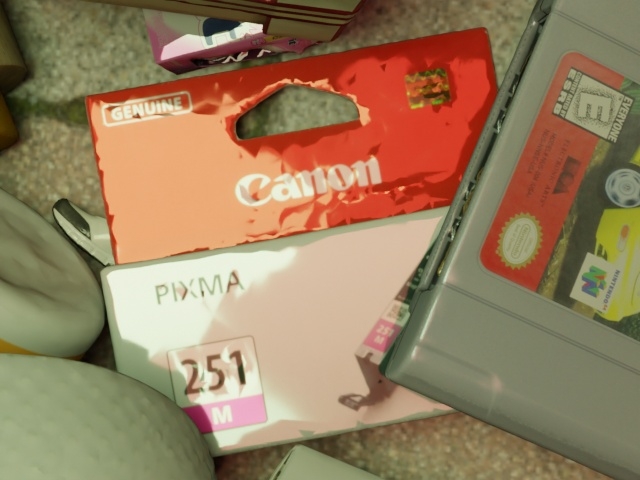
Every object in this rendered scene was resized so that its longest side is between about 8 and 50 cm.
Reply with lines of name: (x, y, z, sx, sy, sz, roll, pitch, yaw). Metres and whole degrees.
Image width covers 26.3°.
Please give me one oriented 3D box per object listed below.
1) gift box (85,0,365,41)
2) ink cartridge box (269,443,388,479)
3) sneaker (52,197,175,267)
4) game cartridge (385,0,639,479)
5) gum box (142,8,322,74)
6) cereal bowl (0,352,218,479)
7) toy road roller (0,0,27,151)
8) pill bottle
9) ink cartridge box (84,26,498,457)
gift box: (-0.057, -0.257, 0.713, 0.258, 0.255, 0.276, 8, 96, -5)
ink cartridge box: (0.012, 0.259, 0.826, 0.159, 0.092, 0.218, 21, 111, 7)
sneaker: (-0.128, 0.003, 0.904, 0.109, 0.040, 0.043, 36, 85, 0)
game cartridge: (0.182, -0.015, 0.816, 0.196, 0.060, 0.294, 24, 82, -12)
gum box: (-0.068, -0.203, 0.882, 0.107, 0.062, 0.188, -14, 88, 7)
cereal bowl: (-0.207, 0.216, 0.752, 0.339, 0.339, 0.141, -25, 53, 6)
toy road roller: (-0.371, -0.107, 0.830, 0.330, 0.240, 0.202, -22, 87, 7)
pill bottle: (-0.275, 0.100, 0.850, 0.162, 0.162, 0.278, 42, 104, 6)
ink cartridge box: (0.000, 0.000, 0.856, 0.275, 0.060, 0.239, -10, 89, -1)
